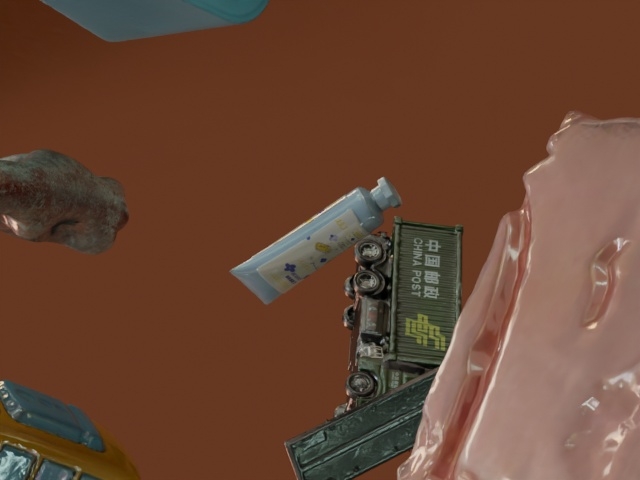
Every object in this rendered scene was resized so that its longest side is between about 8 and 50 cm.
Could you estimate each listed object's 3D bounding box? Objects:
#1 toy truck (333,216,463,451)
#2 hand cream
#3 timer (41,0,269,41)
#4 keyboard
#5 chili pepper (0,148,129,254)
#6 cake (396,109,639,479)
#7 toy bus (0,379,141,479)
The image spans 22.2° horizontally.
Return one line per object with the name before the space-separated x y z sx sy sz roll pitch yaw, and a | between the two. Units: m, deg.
toy truck | 0.084 0.100 1.710 0.121 0.088 0.259 8 52 -4
hand cream | 0.000 0.000 1.538 0.171 0.065 0.043 -35 41 10
timer | -0.119 -0.228 0.737 0.091 0.250 0.231 -3 77 31
keyboard | 0.063 0.177 1.553 0.202 0.011 0.067 -24 106 -20
chili pepper | -0.128 -0.019 0.710 0.050 0.153 0.041 -32 69 19
cake | 0.249 0.124 0.799 0.307 0.314 0.293 43 64 -32
toy bus | -0.234 0.176 1.189 0.209 0.126 0.136 27 99 -34
